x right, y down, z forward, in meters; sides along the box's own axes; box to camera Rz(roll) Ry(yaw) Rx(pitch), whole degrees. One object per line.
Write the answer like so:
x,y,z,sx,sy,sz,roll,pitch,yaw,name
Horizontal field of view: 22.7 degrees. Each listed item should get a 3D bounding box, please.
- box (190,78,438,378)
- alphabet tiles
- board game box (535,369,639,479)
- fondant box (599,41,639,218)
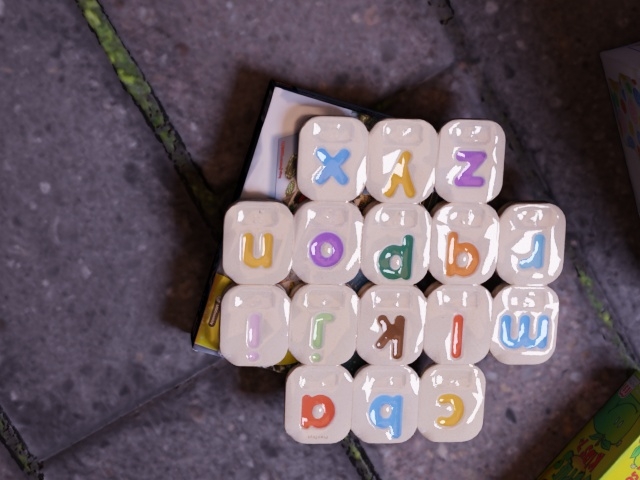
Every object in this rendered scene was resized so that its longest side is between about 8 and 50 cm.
0.000,0.000,1.335,0.159,0.044,0.233,16,102,-11,box
0.059,0.034,1.317,0.284,0.021,0.278,0,104,-8,alphabet tiles
0.243,0.206,1.391,0.043,0.092,0.181,40,96,-15,board game box
0.329,-0.025,1.220,0.096,0.330,0.238,-18,105,-4,fondant box
